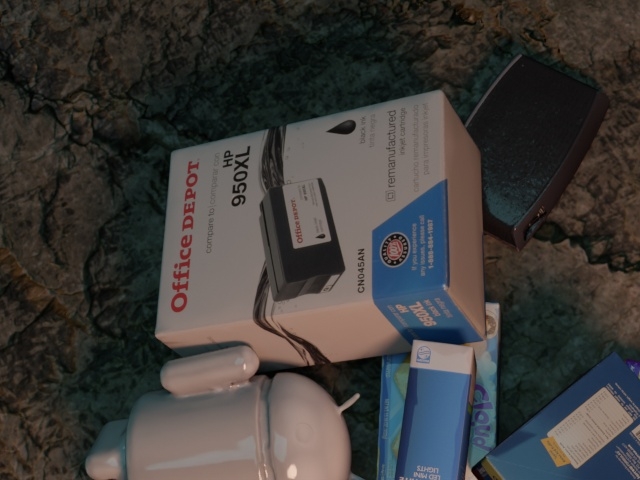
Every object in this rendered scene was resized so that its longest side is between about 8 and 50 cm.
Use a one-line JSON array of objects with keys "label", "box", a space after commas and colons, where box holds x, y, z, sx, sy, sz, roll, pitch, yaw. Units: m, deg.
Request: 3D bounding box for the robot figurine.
[{"label": "robot figurine", "box": [-0.113, 0.277, 1.520, 0.353, 0.200, 0.300, -8, 112, 8]}]

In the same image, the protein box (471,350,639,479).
[{"label": "protein box", "box": [0.322, 0.278, 1.403, 0.201, 0.136, 0.200, -37, 76, -10]}]

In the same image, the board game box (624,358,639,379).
[{"label": "board game box", "box": [0.464, 0.246, 1.506, 0.193, 0.045, 0.146, 14, 76, 14]}]

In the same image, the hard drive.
[{"label": "hard drive", "box": [0.273, -0.131, 1.653, 0.172, 0.054, 0.254, 30, 80, 18]}]

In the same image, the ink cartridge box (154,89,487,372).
[{"label": "ink cartridge box", "box": [0.000, 0.000, 1.540, 0.395, 0.166, 0.285, -11, 60, 22]}]

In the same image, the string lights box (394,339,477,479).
[{"label": "string lights box", "box": [0.135, 0.260, 1.422, 0.077, 0.133, 0.259, 6, 75, 11]}]

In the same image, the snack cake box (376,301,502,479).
[{"label": "snack cake box", "box": [0.157, 0.215, 1.550, 0.152, 0.089, 0.264, 0, 73, 11]}]
